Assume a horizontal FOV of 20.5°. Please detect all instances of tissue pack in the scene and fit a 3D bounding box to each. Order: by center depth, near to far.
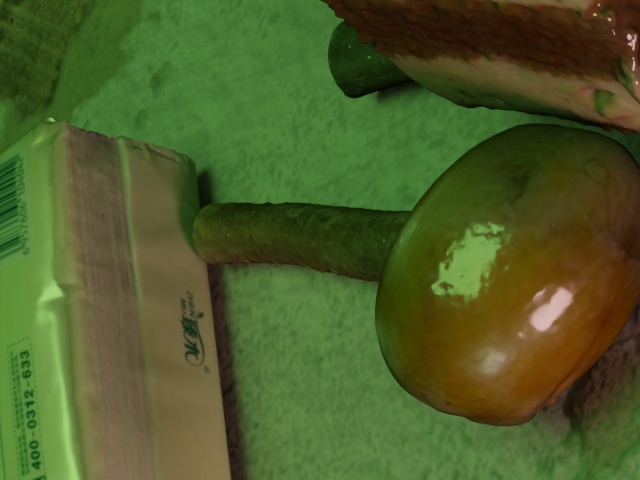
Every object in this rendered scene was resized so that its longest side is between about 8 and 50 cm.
[{"bbox_3d":[-0.245,0.124,1.568,0.297,0.207,0.380,-26,60,35],"label":"tissue pack"}]

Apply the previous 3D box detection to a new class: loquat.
[{"bbox_3d":[0.138,0.021,1.240,0.227,0.179,0.179,-57,46,15],"label":"loquat"}]

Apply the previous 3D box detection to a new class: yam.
[{"bbox_3d":[0.084,-0.164,1.432,0.169,0.068,0.068,-11,70,42],"label":"yam"},{"bbox_3d":[0.000,0.000,1.468,0.300,0.066,0.066,4,81,48],"label":"yam"}]

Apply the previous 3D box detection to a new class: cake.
[{"bbox_3d":[0.141,-0.239,1.202,0.282,0.290,0.255,13,65,44],"label":"cake"}]
